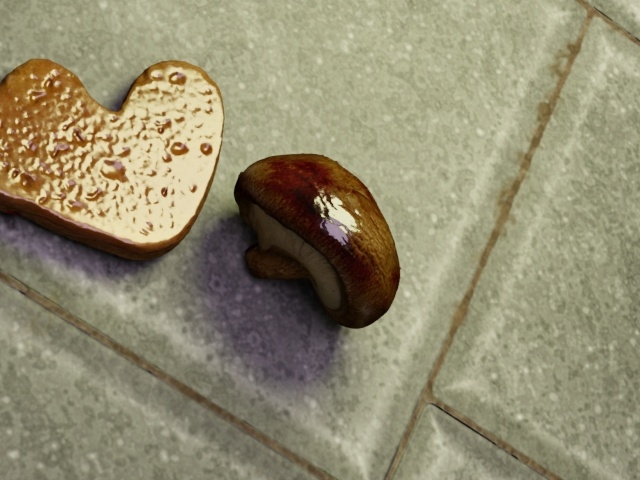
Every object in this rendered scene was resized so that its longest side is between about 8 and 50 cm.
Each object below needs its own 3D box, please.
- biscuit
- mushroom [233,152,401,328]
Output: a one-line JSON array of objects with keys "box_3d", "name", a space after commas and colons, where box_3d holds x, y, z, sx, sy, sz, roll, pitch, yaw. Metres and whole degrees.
[{"box_3d": [-0.251, -0.115, 1.744, 0.277, 0.052, 0.262, 20, 60, -18], "name": "biscuit"}, {"box_3d": [0.009, -0.010, 1.753, 0.231, 0.194, 0.138, 52, 59, -14], "name": "mushroom"}]
